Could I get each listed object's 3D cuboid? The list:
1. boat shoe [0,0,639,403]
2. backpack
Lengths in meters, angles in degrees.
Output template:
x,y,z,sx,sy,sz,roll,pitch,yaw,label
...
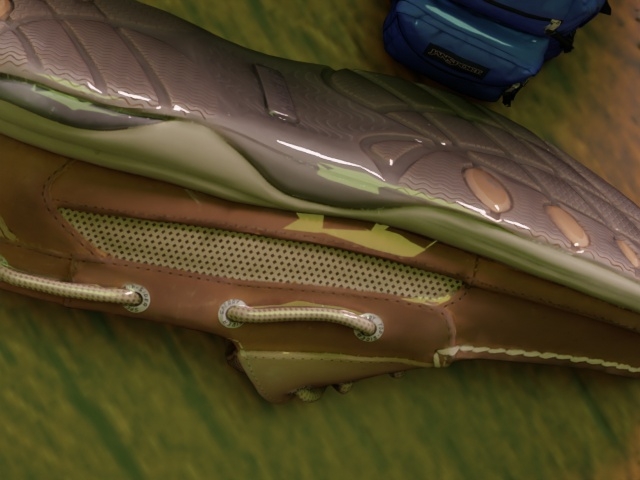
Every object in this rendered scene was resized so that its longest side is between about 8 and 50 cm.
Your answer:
x,y,z,sx,sy,sz,roll,pitch,yaw,label
0.000,0.000,0.690,0.324,0.123,0.116,18,114,-12,boat shoe
0.075,-0.113,0.698,0.098,0.120,0.101,19,80,-4,backpack
